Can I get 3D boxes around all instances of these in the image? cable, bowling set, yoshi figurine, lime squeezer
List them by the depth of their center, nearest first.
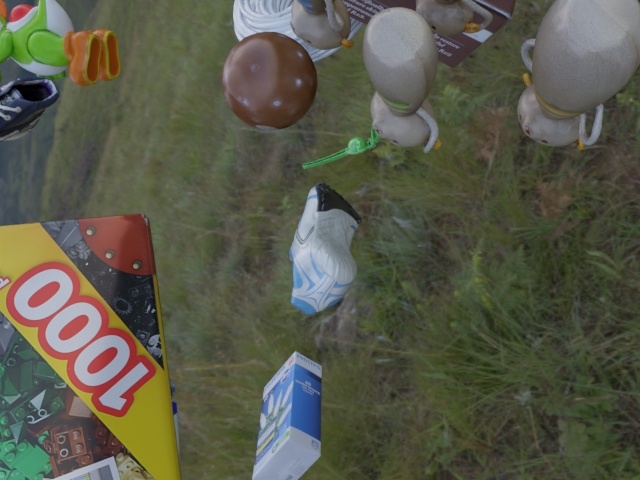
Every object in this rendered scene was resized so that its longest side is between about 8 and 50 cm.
[{"bbox_3d":[0.028,-0.140,0.387,0.287,0.199,0.154,58,-177,13],"label":"bowling set"},{"bbox_3d":[-0.028,-0.398,0.986,0.257,0.089,0.257,-7,62,30],"label":"cable"},{"bbox_3d":[-0.608,-0.357,1.215,0.204,0.362,0.203,93,-174,-62],"label":"yoshi figurine"},{"bbox_3d":[0.095,-0.259,1.478,0.310,0.110,0.059,-46,46,21],"label":"lime squeezer"}]

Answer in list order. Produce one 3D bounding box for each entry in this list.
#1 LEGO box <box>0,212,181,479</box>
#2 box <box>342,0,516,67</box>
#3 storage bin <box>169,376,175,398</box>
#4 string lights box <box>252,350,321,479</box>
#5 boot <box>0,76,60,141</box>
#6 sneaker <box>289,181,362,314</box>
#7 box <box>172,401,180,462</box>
[{"bbox_3d":[-0.325,0.245,0.564,0.193,0.372,0.501,168,94,-70],"label":"LEGO box"},{"bbox_3d":[0.167,-0.437,0.755,0.143,0.191,0.382,146,145,-69],"label":"box"},{"bbox_3d":[-0.373,0.283,1.233,0.098,0.091,0.135,-46,66,23],"label":"storage bin"},{"bbox_3d":[-0.063,0.367,1.245,0.133,0.076,0.260,-52,16,22],"label":"string lights box"},{"bbox_3d":[-0.397,-0.149,0.710,0.086,0.069,0.190,-31,14,27],"label":"boot"},{"bbox_3d":[0.000,0.000,0.746,0.086,0.085,0.237,-43,17,24],"label":"sneaker"},{"bbox_3d":[-0.263,0.301,0.835,0.072,0.126,0.137,129,136,-57],"label":"box"}]
